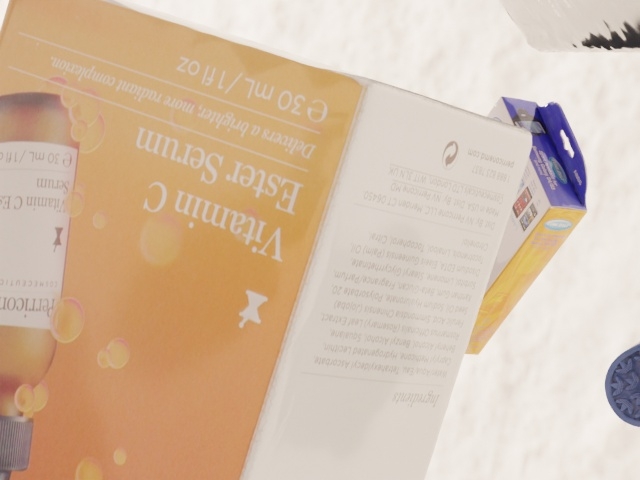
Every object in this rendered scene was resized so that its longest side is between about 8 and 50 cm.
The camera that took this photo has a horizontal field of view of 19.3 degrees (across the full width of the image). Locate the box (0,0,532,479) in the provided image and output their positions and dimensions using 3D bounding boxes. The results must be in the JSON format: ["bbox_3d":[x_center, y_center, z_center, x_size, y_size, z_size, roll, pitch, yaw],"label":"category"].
[{"bbox_3d":[-0.037,0.027,0.533,0.130,0.091,0.170,19,94,33],"label":"box"}]

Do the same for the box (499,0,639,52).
[{"bbox_3d":[0.188,-0.244,0.798,0.293,0.212,0.395,-36,8,-1],"label":"box"}]

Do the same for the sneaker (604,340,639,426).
[{"bbox_3d":[0.303,0.064,1.255,0.232,0.090,0.081,-19,84,17],"label":"sneaker"}]

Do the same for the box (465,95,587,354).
[{"bbox_3d":[0.093,-0.012,1.005,0.136,0.028,0.081,-60,38,40],"label":"box"}]
